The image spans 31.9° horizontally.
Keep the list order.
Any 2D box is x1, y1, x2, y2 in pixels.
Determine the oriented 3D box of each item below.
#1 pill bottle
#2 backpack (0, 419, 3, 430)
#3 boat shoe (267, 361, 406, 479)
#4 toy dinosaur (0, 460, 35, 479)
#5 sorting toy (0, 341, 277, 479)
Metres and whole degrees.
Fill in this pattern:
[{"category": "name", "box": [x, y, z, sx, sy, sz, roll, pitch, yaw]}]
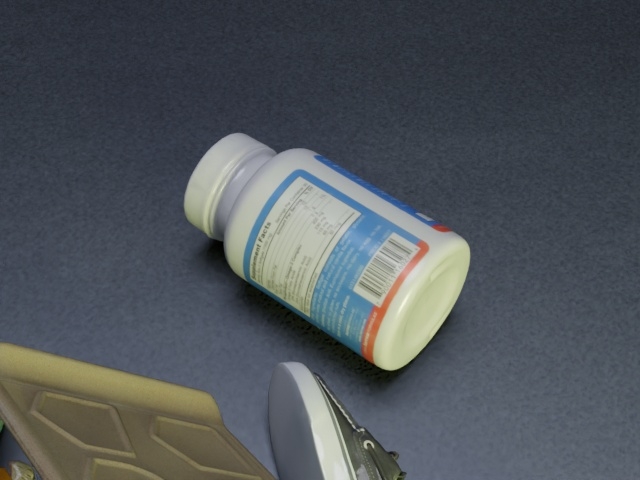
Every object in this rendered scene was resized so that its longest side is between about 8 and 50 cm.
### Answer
[{"category": "pill bottle", "box": [0.000, 0.000, 0.920, 0.222, 0.124, 0.124, 32, 55, 23]}, {"category": "backpack", "box": [-0.320, 0.138, 0.775, 0.166, 0.144, 0.188, 12, 52, 1]}, {"category": "boat shoe", "box": [0.030, 0.181, 0.800, 0.076, 0.080, 0.228, -3, 44, -29]}, {"category": "toy dinosaur", "box": [-0.145, 0.285, 0.668, 0.200, 0.127, 0.295, -4, 54, -7]}, {"category": "sorting toy", "box": [-0.136, 0.146, 0.698, 0.307, 0.041, 0.229, 21, 13, -41]}]
